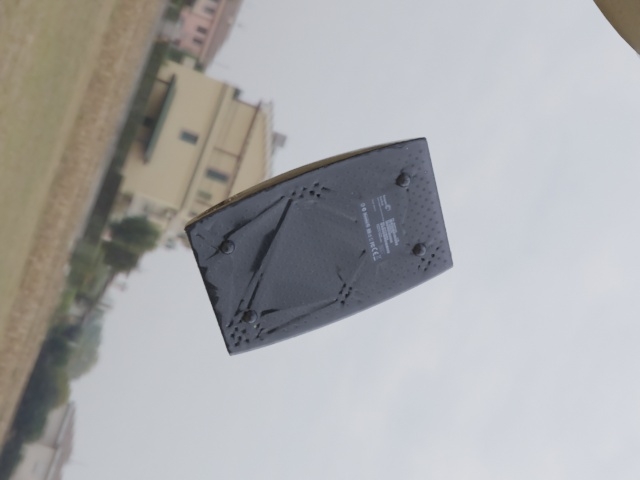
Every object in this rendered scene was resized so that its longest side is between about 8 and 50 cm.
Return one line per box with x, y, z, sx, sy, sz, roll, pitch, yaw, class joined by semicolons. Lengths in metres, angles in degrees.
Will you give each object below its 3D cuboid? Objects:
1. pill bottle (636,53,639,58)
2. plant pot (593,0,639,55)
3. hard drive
0.548;-0.393;1.637;0.136;0.136;0.246;134;-29;-65;pill bottle
0.270;-0.213;0.492;0.191;0.284;0.284;85;23;-79;plant pot
0.000;0.000;1.075;0.054;0.254;0.172;-129;-160;-60;hard drive
